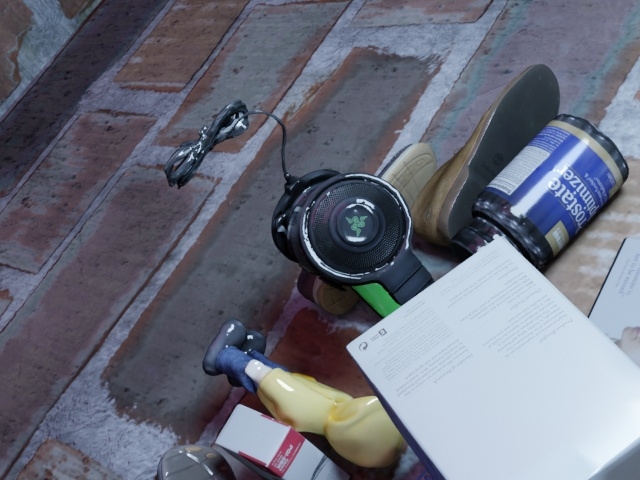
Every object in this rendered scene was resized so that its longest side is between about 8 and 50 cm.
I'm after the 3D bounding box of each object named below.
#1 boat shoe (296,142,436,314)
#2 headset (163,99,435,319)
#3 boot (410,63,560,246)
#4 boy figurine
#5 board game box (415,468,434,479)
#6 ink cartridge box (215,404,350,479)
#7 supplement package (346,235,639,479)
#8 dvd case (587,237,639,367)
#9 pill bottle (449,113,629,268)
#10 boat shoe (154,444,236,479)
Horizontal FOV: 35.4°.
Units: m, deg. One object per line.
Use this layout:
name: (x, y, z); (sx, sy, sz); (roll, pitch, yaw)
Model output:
boat shoe: (0.062, -0.028, 1.427); (0.092, 0.103, 0.285); (20, 72, 43)
headset: (0.000, 0.000, 1.213); (0.185, 0.394, 0.243); (-43, 15, -8)
boot: (0.224, -0.124, 1.393); (0.305, 0.112, 0.115); (-55, 29, -16)
boy figurine: (-0.021, 0.186, 1.219); (0.285, 0.177, 0.092); (20, 80, 41)
board game box: (0.135, 0.323, 1.070); (0.103, 0.026, 0.154); (-47, 38, -10)
ink cartridge box: (-0.044, 0.261, 1.193); (0.099, 0.135, 0.056); (11, 63, 46)
supplement package: (0.196, 0.180, 0.981); (0.199, 0.198, 0.263); (-35, 46, -5)
dvd case: (0.414, 0.084, 1.084); (0.253, 0.022, 0.180); (8, 57, 44)
pill bottle: (0.269, -0.043, 1.251); (0.219, 0.123, 0.123); (-45, 38, -7)
boat shoe: (-0.128, 0.396, 1.163); (0.116, 0.123, 0.324); (-58, 36, 33)
